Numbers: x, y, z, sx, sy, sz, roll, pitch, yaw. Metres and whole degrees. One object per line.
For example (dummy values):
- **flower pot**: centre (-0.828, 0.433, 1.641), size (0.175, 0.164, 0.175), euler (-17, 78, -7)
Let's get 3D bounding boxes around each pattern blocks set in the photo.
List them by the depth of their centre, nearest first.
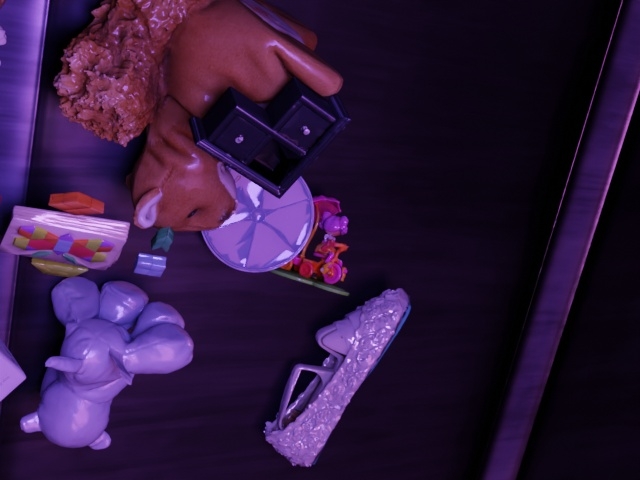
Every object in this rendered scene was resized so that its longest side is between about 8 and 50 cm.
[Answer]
- **pattern blocks set**: centre (-0.383, -0.002, 1.658), size (0.324, 0.026, 0.285), euler (5, 156, -7)

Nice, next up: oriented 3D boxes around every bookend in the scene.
- **bookend**: centre (-0.070, -0.165, 1.543), size (0.156, 0.072, 0.157), euler (33, 111, -32)

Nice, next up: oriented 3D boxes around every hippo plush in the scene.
- **hippo plush**: centre (-0.343, 0.225, 1.789), size (0.234, 0.294, 0.237), euler (13, 115, -17)

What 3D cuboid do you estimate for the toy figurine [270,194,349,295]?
- **toy figurine**: centre (0.000, 0.000, 1.987), size (0.130, 0.173, 0.159), euler (16, 92, -52)

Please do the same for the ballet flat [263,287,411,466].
- **ballet flat**: centre (0.023, 0.252, 2.155), size (0.147, 0.147, 0.409), euler (27, 96, -42)

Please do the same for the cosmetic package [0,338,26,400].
- **cosmetic package**: centre (-0.634, 0.130, 1.593), size (0.217, 0.156, 0.385), euler (-42, 130, -10)

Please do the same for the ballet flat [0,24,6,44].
- **ballet flat**: centre (-0.474, -0.265, 1.540), size (0.074, 0.074, 0.203), euler (-2, 127, -35)

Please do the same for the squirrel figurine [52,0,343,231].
- **squirrel figurine**: centre (-0.215, -0.206, 1.680), size (0.397, 0.281, 0.370), euler (27, 108, -28)

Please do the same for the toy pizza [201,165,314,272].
- **toy pizza**: centre (-0.110, -0.045, 1.922), size (0.201, 0.032, 0.201), euler (-2, 100, -13)

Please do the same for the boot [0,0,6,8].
- **boot**: centre (-0.465, -0.378, 1.516), size (0.114, 0.037, 0.106), euler (31, 94, -37)
